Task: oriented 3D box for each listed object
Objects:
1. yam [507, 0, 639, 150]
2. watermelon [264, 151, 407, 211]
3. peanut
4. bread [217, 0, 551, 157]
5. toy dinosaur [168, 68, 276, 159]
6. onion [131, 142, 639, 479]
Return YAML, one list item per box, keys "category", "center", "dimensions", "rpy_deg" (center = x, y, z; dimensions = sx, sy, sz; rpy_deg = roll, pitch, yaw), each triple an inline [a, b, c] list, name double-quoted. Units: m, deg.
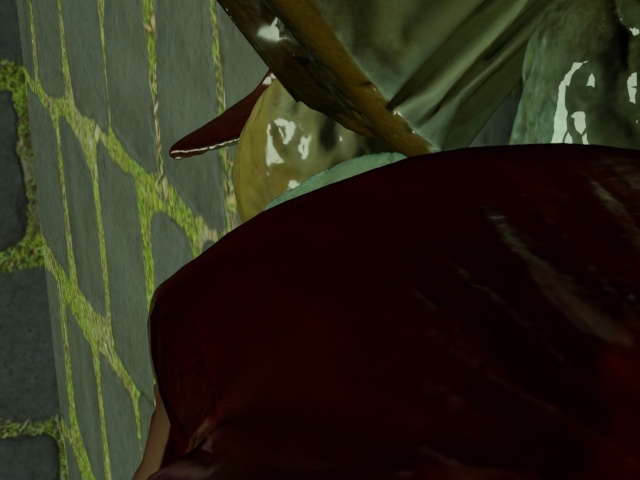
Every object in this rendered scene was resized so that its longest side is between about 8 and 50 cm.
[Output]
- category: "yam"
  center: [0.106, 0.065, 0.689]
  dimensions: [0.133, 0.133, 0.330]
  rpy_deg: [-132, 40, -64]
- category: "watermelon"
  center: [0.044, 0.095, 0.885]
  dimensions: [0.260, 0.176, 0.256]
  rpy_deg: [51, 176, -1]
- category: "peanut"
  center: [0.000, 0.000, 1.106]
  dimensions: [0.117, 0.101, 0.263]
  rpy_deg: [-84, -3, -47]
- category: "bread"
  center: [-0.003, -0.138, 0.869]
  dimensions: [0.210, 0.110, 0.192]
  rpy_deg: [52, 175, -19]
- category: "toy dinosaur"
  center: [-0.048, -0.190, 1.157]
  dimensions: [0.327, 0.113, 0.207]
  rpy_deg: [107, 151, -61]
- category: "onion"
  center: [0.084, 0.153, 0.496]
  dimensions: [0.341, 0.341, 0.341]
  rpy_deg: [172, 90, -75]
